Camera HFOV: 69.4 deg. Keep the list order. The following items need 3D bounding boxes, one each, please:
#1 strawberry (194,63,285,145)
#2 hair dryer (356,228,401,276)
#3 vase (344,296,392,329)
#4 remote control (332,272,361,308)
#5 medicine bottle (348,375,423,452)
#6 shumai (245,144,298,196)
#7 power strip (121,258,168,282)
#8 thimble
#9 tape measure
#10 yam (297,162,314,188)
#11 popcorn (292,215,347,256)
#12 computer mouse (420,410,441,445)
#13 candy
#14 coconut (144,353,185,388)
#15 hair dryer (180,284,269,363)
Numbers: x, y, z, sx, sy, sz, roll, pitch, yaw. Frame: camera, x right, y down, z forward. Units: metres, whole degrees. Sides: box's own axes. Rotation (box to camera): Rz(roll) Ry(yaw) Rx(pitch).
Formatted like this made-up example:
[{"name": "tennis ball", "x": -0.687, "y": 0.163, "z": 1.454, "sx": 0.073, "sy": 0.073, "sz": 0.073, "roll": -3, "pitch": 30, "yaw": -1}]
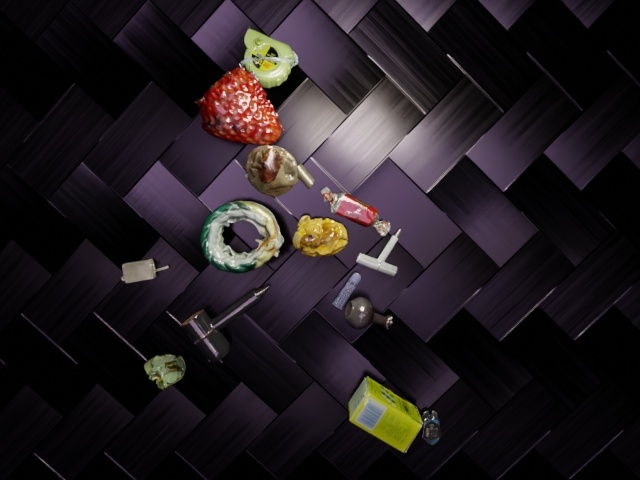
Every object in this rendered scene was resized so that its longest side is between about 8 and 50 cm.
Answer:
[{"name": "strawberry", "x": -0.295, "y": -0.418, "z": 1.587, "sx": 0.253, "sy": 0.150, "sz": 0.280, "roll": -21, "pitch": 116, "yaw": 22}, {"name": "hair dryer", "x": 0.234, "y": 0.025, "z": 1.713, "sx": 0.154, "sy": 0.044, "sz": 0.183, "roll": 20, "pitch": 91, "yaw": -3}, {"name": "vase", "x": 0.182, "y": 0.281, "z": 1.707, "sx": 0.182, "sy": 0.120, "sz": 0.120, "roll": 20, "pitch": 96, "yaw": -15}, {"name": "remote control", "x": 0.103, "y": 0.187, "z": 1.735, "sx": 0.043, "sy": 0.027, "sz": 0.153, "roll": 33, "pitch": 97, "yaw": -9}, {"name": "medicine bottle", "x": 0.240, "y": 0.649, "z": 1.728, "sx": 0.250, "sy": 0.137, "sz": 0.141, "roll": 33, "pitch": 95, "yaw": -3}, {"name": "shumai", "x": -0.174, "y": -0.237, "z": 1.623, "sx": 0.201, "sy": 0.120, "sz": 0.202, "roll": 2, "pitch": 117, "yaw": 4}, {"name": "power strip", "x": -0.656, "y": 0.111, "z": 1.728, "sx": 0.175, "sy": 0.042, "sz": 0.075, "roll": -8, "pitch": 96, "yaw": 0}, {"name": "thimble", "x": -0.276, "y": -0.012, "z": 1.648, "sx": 0.287, "sy": 0.167, "sz": 0.255, "roll": 5, "pitch": 97, "yaw": 1}, {"name": "tape measure", "x": -0.186, "y": -0.622, "z": 1.612, "sx": 0.199, "sy": 0.106, "sz": 0.176, "roll": 22, "pitch": 84, "yaw": -2}, {"name": "yam", "x": -0.058, "y": -0.234, "z": 1.682, "sx": 0.043, "sy": 0.043, "sz": 0.094, "roll": -42, "pitch": 95, "yaw": 5}, {"name": "popcorn", "x": -0.009, "y": -0.008, "z": 1.663, "sx": 0.194, "sy": 0.163, "sz": 0.141, "roll": -11, "pitch": 118, "yaw": -29}, {"name": "computer mouse", "x": 0.420, "y": 0.720, "z": 1.779, "sx": 0.079, "sy": 0.047, "sz": 0.135, "roll": 2, "pitch": 85, "yaw": -11}, {"name": "candy", "x": 0.126, "y": -0.107, "z": 1.686, "sx": 0.292, "sy": 0.059, "sz": 0.086, "roll": 26, "pitch": 95, "yaw": -3}, {"name": "coconut", "x": -0.589, "y": 0.494, "z": 1.763, "sx": 0.157, "sy": 0.055, "sz": 0.133, "roll": 8, "pitch": 98, "yaw": 1}, {"name": "hair dryer", "x": -0.321, "y": 0.289, "z": 1.723, "sx": 0.352, "sy": 0.107, "sz": 0.189, "roll": -35, "pitch": 97, "yaw": -1}]
